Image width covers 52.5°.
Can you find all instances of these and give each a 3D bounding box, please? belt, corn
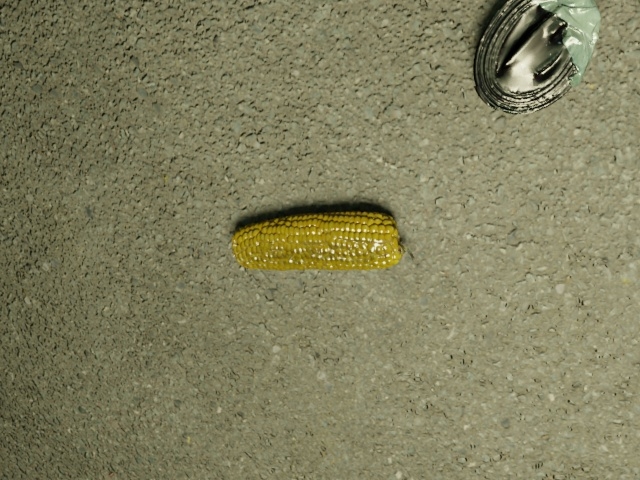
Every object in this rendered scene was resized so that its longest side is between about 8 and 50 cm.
[{"bbox_3d":[0.306,-0.271,0.915,0.151,0.078,0.198,36,111,7],"label":"belt"},{"bbox_3d":[0.000,0.000,1.075,0.310,0.101,0.101,1,105,19],"label":"corn"}]
